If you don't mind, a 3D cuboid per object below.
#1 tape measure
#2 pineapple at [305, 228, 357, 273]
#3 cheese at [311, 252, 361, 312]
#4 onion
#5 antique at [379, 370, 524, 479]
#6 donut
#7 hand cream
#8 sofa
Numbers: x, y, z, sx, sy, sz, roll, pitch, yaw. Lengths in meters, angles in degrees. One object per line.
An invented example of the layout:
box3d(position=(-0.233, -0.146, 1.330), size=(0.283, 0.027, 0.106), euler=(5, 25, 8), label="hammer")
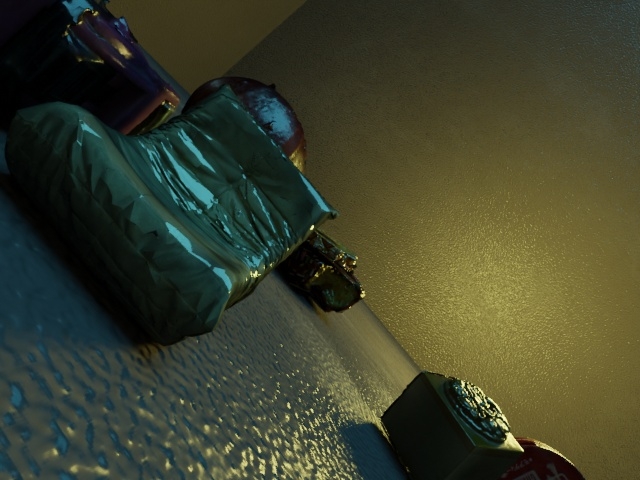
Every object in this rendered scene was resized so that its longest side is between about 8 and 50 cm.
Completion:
box3d(position=(-0.269, -0.212, 0.439), size=(0.231, 0.149, 0.245), euler=(51, 2, -1), label="tape measure")
box3d(position=(0.000, 0.000, 1.073), size=(0.221, 0.047, 0.221), euler=(36, 2, -1), label="pineapple")
box3d(position=(0.040, 0.113, 1.302), size=(0.203, 0.128, 0.177), euler=(49, 2, 29), label="cheese")
box3d(position=(-0.159, -0.174, 0.890), size=(0.276, 0.276, 0.276), euler=(49, 2, -3), label="onion")
box3d(position=(0.212, 0.309, 0.737), size=(0.146, 0.148, 0.152), euler=(21, 22, -35), label="antique")
box3d(position=(-0.009, 0.083, 1.104), size=(0.230, 0.096, 0.216), euler=(36, 2, -40), label="donut")
box3d(position=(0.457, 0.552, 0.990), size=(0.230, 0.230, 0.149), euler=(51, 2, 24), label="hand cream")
box3d(position=(-0.108, -0.042, 0.415), size=(0.210, 0.176, 0.225), euler=(50, 2, 2), label="sofa")
